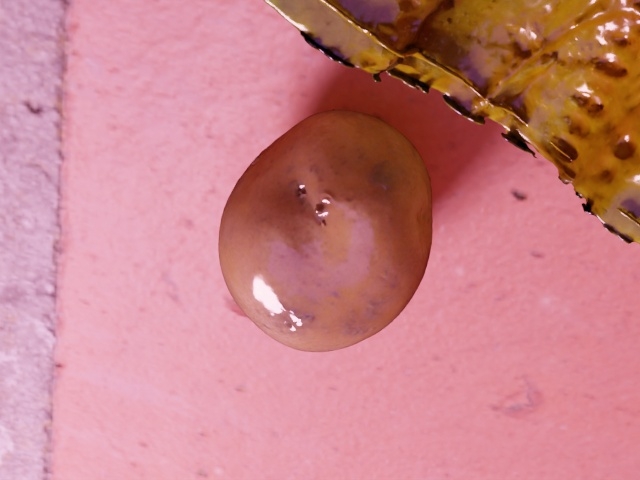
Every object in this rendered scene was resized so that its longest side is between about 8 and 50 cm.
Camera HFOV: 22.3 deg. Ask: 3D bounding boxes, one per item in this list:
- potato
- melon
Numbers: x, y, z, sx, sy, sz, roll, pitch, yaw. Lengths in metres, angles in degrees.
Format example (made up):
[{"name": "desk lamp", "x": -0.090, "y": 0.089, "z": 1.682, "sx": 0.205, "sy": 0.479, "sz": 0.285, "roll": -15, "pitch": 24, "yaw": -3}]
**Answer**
[{"name": "potato", "x": 0.001, "y": -0.003, "z": 0.870, "sx": 0.112, "sy": 0.112, "sz": 0.147, "roll": 22, "pitch": 121, "yaw": -3}, {"name": "melon", "x": 0.122, "y": -0.123, "z": 0.743, "sx": 0.265, "sy": 0.129, "sz": 0.169, "roll": 33, "pitch": 112, "yaw": -3}]
